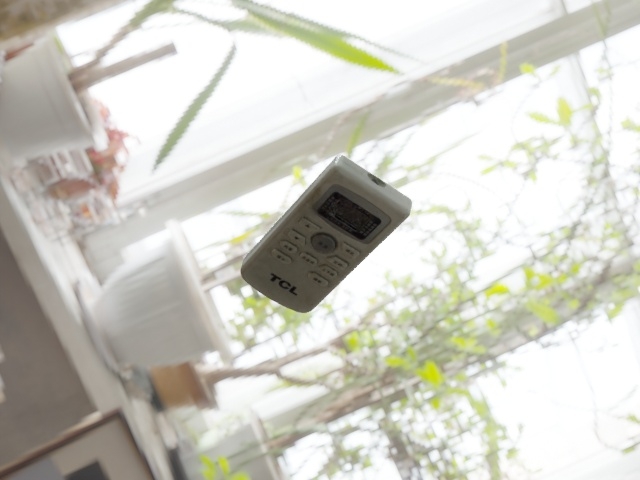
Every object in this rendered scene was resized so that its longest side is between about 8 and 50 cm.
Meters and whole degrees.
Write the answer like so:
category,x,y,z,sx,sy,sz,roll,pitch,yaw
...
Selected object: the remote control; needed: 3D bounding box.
category,x,y,z,sx,sy,sz,roll,pitch,yaw
remote control,0.000,0.000,1.116,0.087,0.190,0.029,33,43,-14
